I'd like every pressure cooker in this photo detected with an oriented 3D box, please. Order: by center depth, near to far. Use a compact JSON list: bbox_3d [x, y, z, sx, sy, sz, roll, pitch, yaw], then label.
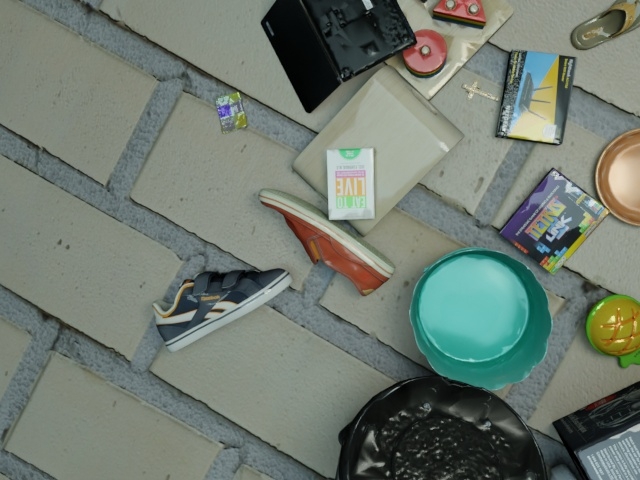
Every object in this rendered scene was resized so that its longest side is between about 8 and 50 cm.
[{"bbox_3d":[0.206,0.493,1.341,0.376,0.420,0.369,5,57,1],"label":"pressure cooker"}]

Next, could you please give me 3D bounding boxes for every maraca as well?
[{"bbox_3d":[0.609,0.183,1.432,0.186,0.099,0.127,39,100,-21],"label":"maraca"}]

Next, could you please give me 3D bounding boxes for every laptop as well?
[{"bbox_3d":[0.030,-0.433,1.474,0.264,0.136,0.234,-27,89,5],"label":"laptop"}]

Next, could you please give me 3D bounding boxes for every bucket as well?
[{"bbox_3d":[0.315,0.145,1.425,0.281,0.183,0.281,0,92,7],"label":"bucket"}]

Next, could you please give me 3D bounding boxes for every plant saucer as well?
[{"bbox_3d":[0.657,-0.128,1.441,0.200,0.037,0.199,0,91,8],"label":"plant saucer"}]

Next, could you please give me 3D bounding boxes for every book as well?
[{"bbox_3d":[0.064,-0.116,1.459,0.096,0.035,0.144,-1,96,10],"label":"book"}]

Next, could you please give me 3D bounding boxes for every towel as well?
[{"bbox_3d":[-0.197,-0.281,1.569,0.060,0.009,0.083,-12,90,9],"label":"towel"}]

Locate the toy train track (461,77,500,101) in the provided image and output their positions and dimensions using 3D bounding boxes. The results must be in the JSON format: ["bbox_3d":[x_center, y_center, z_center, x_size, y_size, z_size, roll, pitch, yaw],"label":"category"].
[{"bbox_3d":[0.337,-0.311,1.491,0.083,0.014,0.048,23,95,6],"label":"toy train track"}]

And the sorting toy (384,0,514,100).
[{"bbox_3d":[0.220,-0.470,1.464,0.255,0.089,0.257,45,97,4],"label":"sorting toy"}]

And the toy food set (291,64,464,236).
[{"bbox_3d":[0.116,-0.184,1.499,0.220,0.092,0.306,45,105,4],"label":"toy food set"}]

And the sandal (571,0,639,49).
[{"bbox_3d":[0.594,-0.446,1.433,0.180,0.049,0.072,-29,88,8],"label":"sandal"}]

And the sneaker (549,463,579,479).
[{"bbox_3d":[0.481,0.650,1.440,0.210,0.137,0.365,-19,92,5],"label":"sneaker"}]

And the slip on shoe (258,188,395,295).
[{"bbox_3d":[0.000,0.000,1.501,0.331,0.123,0.101,36,100,1],"label":"slip on shoe"}]

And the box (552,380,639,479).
[{"bbox_3d":[0.624,0.368,1.301,0.313,0.343,0.178,-27,79,8],"label":"box"}]

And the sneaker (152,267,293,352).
[{"bbox_3d":[-0.221,0.118,1.527,0.321,0.126,0.127,-28,94,9],"label":"sneaker"}]

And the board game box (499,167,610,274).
[{"bbox_3d":[0.474,-0.040,1.447,0.141,0.048,0.170,38,108,5],"label":"board game box"}]

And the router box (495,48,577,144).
[{"bbox_3d":[0.441,-0.293,1.461,0.133,0.046,0.178,9,93,7],"label":"router box"}]
